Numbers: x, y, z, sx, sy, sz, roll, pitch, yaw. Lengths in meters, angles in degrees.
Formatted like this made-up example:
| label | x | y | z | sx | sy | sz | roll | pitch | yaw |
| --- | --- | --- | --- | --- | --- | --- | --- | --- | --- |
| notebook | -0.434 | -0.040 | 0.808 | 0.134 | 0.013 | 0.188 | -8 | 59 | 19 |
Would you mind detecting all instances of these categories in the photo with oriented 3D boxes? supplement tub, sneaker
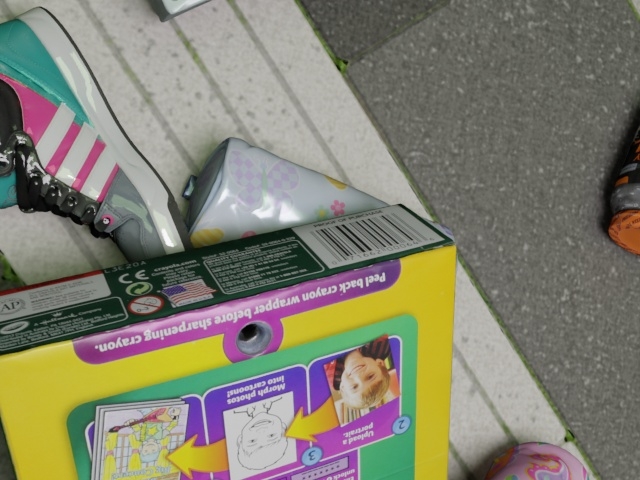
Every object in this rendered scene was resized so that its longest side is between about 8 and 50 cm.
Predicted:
| label | x | y | z | sx | sy | sz | roll | pitch | yaw |
| --- | --- | --- | --- | --- | --- | --- | --- | --- | --- |
| supplement tub | 0.418 | -0.078 | 0.944 | 0.117 | 0.117 | 0.190 | 30 | 75 | -15 |
| sneaker | -0.244 | -0.044 | 0.689 | 0.178 | 0.124 | 0.296 | -32 | 88 | -25 |

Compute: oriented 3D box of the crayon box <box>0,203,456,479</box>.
| label | x | y | z | sx | sy | sz | roll | pitch | yaw |
| --- | --- | --- | --- | --- | --- | --- | --- | --- | --- |
| crayon box | -0.066 | 0.161 | 0.682 | 0.362 | 0.106 | 0.313 | -13 | 118 | -21 |

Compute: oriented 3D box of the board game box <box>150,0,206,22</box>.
| label | x | y | z | sx | sy | sz | roll | pitch | yaw |
| --- | --- | --- | --- | --- | --- | --- | --- | --- | --- |
| board game box | -0.054 | -0.367 | 0.734 | 0.303 | 0.097 | 0.224 | -27 | 106 | -10 |

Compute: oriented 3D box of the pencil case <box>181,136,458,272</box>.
| label | x | y | z | sx | sy | sz | roll | pitch | yaw |
| --- | --- | --- | --- | --- | --- | --- | --- | --- | --- |
| pencil case | 0.000 | 0.000 | 0.784 | 0.273 | 0.113 | 0.124 | 21 | 83 | -17 |

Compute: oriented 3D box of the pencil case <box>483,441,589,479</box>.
| label | x | y | z | sx | sy | sz | roll | pitch | yaw |
| --- | --- | --- | --- | --- | --- | --- | --- | --- | --- |
| pencil case | 0.172 | 0.293 | 0.745 | 0.284 | 0.124 | 0.124 | -19 | 92 | -58 |
